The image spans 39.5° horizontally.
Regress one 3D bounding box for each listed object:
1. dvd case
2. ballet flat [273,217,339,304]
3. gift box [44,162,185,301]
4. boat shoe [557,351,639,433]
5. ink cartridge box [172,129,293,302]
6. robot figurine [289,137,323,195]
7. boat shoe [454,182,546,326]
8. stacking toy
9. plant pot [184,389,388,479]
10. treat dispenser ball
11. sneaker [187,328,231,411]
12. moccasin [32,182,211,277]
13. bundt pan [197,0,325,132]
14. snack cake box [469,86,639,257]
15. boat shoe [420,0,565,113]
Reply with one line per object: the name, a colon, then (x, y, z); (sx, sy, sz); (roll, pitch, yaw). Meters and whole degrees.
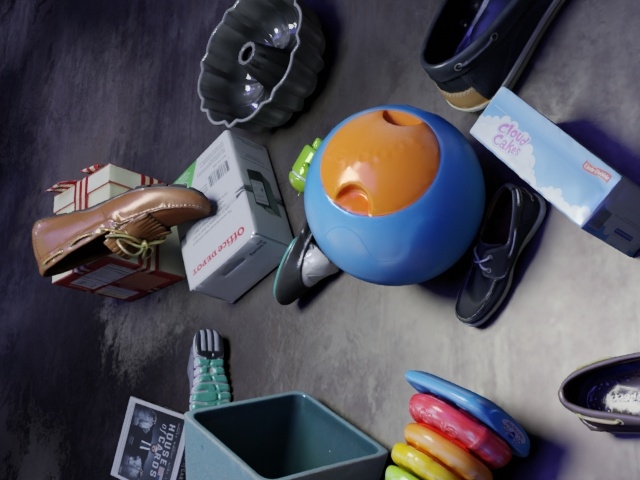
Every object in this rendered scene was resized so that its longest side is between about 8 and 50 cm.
dvd case: (-0.356, 0.442, 1.898); (0.238, 0.029, 0.179); (4, 78, 48)
ballet flat: (0.000, 0.000, 1.663); (0.096, 0.095, 0.280); (21, 90, 36)
gift box: (-0.480, -0.023, 2.051); (0.276, 0.255, 0.258); (-18, 64, 34)
boat shoe: (0.455, 0.183, 1.103); (0.324, 0.096, 0.117); (-15, 64, 42)
ink cartridge box: (-0.190, -0.047, 1.852); (0.211, 0.121, 0.289); (-40, 49, 28)
robot figurine: (-0.017, -0.142, 1.752); (0.115, 0.067, 0.101); (-59, 15, 11)
boat shoe: (0.263, 0.022, 1.387); (0.084, 0.079, 0.233); (32, 99, 46)
stacking toy: (0.142, 0.350, 1.247); (0.165, 0.175, 0.302); (19, 69, 50)
plant pot: (-0.073, 0.425, 1.463); (0.248, 0.247, 0.252); (26, 113, 48)
treat dispenser ball: (0.118, -0.071, 1.418); (0.288, 0.288, 0.288); (-20, 60, 40)
sneaker: (-0.233, 0.298, 1.811); (0.098, 0.083, 0.224); (133, 142, -55)
moccasin: (-0.401, -0.015, 1.796); (0.380, 0.139, 0.147); (-14, 70, 4)
bundt pan: (-0.114, -0.375, 1.907); (0.331, 0.124, 0.331); (-21, 59, 39)
snack cake box: (0.353, -0.101, 1.285); (0.089, 0.152, 0.264); (-54, 43, 16)
boat shoe: (0.318, -0.457, 1.468); (0.187, 0.156, 0.500); (32, 97, 50)
